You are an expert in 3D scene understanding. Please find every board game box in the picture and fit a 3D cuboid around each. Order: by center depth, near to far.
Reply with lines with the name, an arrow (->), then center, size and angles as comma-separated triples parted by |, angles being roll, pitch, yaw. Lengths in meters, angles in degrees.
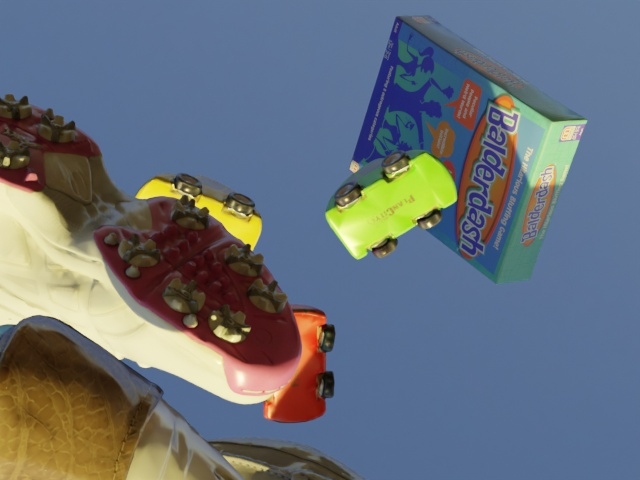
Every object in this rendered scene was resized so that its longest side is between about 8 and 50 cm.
board game box -> 0.124, -0.083, 1.713 | 0.047, 0.160, 0.210 | -7, -146, -41

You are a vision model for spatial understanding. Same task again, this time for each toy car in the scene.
toy car -> 0.000, 0.000, 1.477 | 0.239, 0.225, 0.053 | 55, -170, -23

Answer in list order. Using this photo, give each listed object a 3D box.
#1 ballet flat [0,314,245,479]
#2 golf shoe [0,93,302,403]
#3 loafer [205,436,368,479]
ballet flat -> -0.095, 0.140, 0.914 | 0.124, 0.342, 0.116 | 17, -121, 4
golf shoe -> -0.140, 0.028, 1.255 | 0.306, 0.140, 0.115 | 36, -147, 26
loafer -> 0.001, 0.234, 1.533 | 0.319, 0.112, 0.111 | 14, -169, 26
